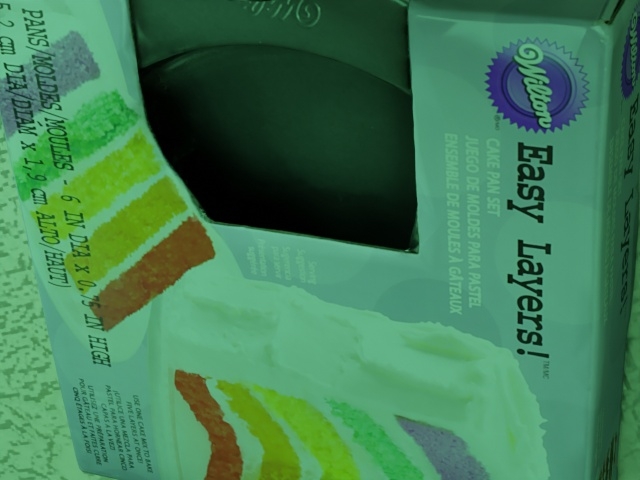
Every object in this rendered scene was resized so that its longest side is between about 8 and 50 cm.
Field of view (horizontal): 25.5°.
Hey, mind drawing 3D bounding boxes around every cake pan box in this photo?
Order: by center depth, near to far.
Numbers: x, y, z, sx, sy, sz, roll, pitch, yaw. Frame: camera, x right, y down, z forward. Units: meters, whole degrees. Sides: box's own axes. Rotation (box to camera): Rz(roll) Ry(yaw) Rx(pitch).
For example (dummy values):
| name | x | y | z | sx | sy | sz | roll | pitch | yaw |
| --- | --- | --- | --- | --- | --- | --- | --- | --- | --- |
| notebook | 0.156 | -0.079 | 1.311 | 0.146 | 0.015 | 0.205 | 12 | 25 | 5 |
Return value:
| name | x | y | z | sx | sy | sz | roll | pitch | yaw |
| --- | --- | --- | --- | --- | --- | --- | --- | --- | --- |
| cake pan box | 0.000 | 0.000 | 0.567 | 0.246 | 0.070 | 0.267 | 9 | 125 | 18 |
